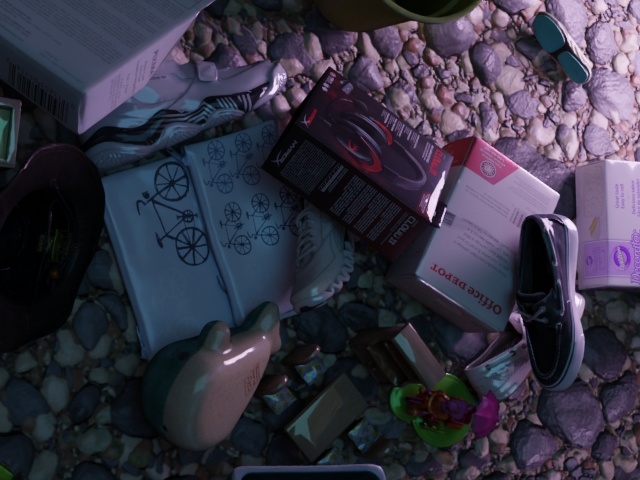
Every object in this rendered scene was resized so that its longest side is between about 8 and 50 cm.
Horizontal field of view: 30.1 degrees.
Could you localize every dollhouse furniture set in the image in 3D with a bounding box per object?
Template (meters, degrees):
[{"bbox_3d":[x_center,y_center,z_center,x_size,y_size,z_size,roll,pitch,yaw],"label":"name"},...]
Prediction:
[{"bbox_3d":[-0.456,0.355,1.709,0.152,0.076,0.058,42,81,-15],"label":"dollhouse furniture set"},{"bbox_3d":[0.055,0.251,1.921,0.242,0.161,0.212,-42,103,-24],"label":"dollhouse furniture set"}]

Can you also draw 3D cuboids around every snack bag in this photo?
[{"bbox_3d":[-0.173,-0.001,1.906,0.342,0.037,0.323,-18,93,-27],"label":"snack bag"}]

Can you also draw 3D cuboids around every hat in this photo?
[{"bbox_3d":[-0.441,-0.005,1.684,0.134,0.331,0.331,16,73,16],"label":"hat"}]

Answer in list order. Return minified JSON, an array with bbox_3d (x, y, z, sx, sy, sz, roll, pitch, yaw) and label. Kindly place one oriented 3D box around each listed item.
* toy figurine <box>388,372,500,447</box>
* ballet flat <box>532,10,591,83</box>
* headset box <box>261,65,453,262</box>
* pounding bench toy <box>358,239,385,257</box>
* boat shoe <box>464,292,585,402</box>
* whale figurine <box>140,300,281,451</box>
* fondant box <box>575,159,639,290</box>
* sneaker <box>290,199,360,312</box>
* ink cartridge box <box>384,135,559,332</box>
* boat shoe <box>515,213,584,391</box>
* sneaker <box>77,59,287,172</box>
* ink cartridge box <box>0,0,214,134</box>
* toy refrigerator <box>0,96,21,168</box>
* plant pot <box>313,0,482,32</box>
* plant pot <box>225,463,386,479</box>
[{"bbox_3d":[0.226,0.281,2.004,0.173,0.159,0.130,20,76,-23],"label":"toy figurine"},{"bbox_3d":[0.458,-0.369,2.261,0.168,0.057,0.052,53,38,-16],"label":"ballet flat"},{"bbox_3d":[0.078,-0.117,1.921,0.293,0.110,0.218,36,35,-7],"label":"headset box"},{"bbox_3d":[0.111,-0.006,2.021,0.065,0.083,0.052,18,77,-25],"label":"pounding bench toy"},{"bbox_3d":[0.363,0.168,2.120,0.277,0.098,0.096,-44,105,-22],"label":"boat shoe"},{"bbox_3d":[-0.168,0.195,1.836,0.272,0.141,0.216,-46,147,-37],"label":"whale figurine"},{"bbox_3d":[0.648,-0.021,2.286,0.330,0.096,0.238,3,83,-25],"label":"fondant box"},{"bbox_3d":[0.000,0.000,1.917,0.118,0.110,0.292,44,41,-18],"label":"sneaker"},{"bbox_3d":[0.264,-0.006,2.078,0.207,0.117,0.283,33,71,-20],"label":"ink cartridge box"},{"bbox_3d":[0.375,0.104,2.005,0.102,0.108,0.301,2,90,-43],"label":"boat shoe"},{"bbox_3d":[-0.234,-0.259,1.846,0.366,0.137,0.210,-26,98,-24],"label":"sneaker"},{"bbox_3d":[-0.342,-0.355,1.746,0.308,0.091,0.385,35,48,12],"label":"ink cartridge box"},{"bbox_3d":[-0.570,-0.167,1.687,0.269,0.094,0.102,7,87,-27],"label":"toy refrigerator"},{"bbox_3d":[0.111,-0.462,1.977,0.276,0.254,0.276,3,82,-26],"label":"plant pot"},{"bbox_3d":[-0.050,0.492,1.777,0.248,0.252,0.247,4,61,-26],"label":"plant pot"}]
